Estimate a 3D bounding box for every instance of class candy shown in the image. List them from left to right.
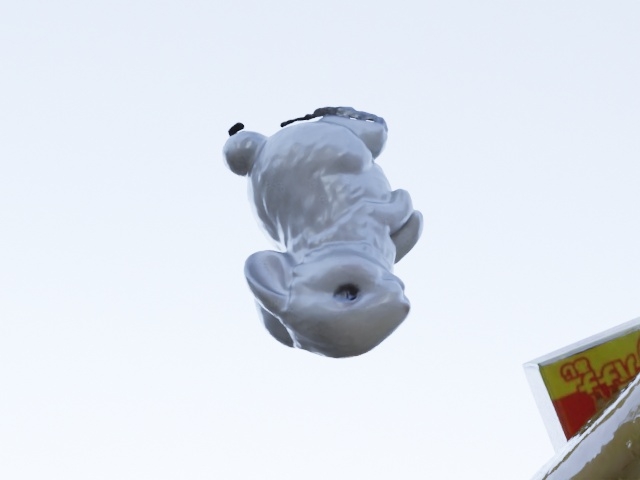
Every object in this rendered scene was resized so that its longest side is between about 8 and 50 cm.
[{"bbox_3d":[0.318,0.224,1.439,0.146,0.088,0.276,-22,-92,-7],"label":"candy"}]

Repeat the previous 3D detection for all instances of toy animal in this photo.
[{"bbox_3d":[0.000,0.000,1.793,0.258,0.357,0.194,0,-48,1],"label":"toy animal"}]

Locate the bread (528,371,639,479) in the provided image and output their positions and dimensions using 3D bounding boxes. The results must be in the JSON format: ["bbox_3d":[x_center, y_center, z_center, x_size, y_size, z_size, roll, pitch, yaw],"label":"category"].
[{"bbox_3d":[0.350,0.223,1.176,0.348,0.253,0.376,29,-60,-9],"label":"bread"}]
